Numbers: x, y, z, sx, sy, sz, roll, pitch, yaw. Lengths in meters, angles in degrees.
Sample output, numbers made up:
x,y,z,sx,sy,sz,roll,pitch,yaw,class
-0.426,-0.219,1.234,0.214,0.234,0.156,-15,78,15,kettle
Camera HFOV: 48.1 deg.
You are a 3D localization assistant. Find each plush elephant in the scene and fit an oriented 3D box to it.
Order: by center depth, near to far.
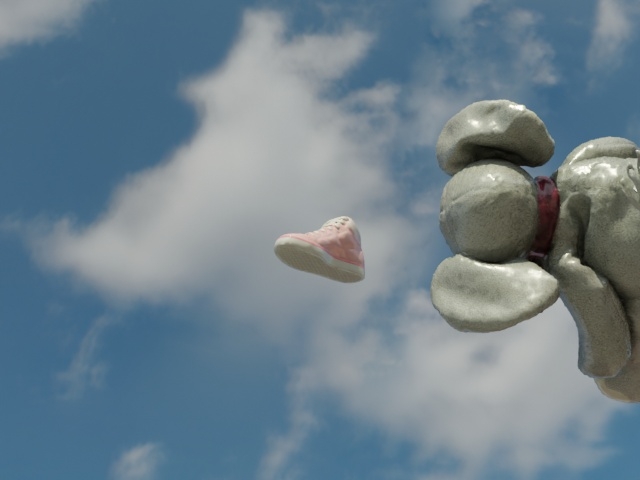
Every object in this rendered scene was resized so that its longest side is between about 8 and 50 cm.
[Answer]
x,y,z,sx,sy,sz,roll,pitch,yaw,class
0.241,-0.004,0.764,0.256,0.271,0.330,7,-22,22,plush elephant

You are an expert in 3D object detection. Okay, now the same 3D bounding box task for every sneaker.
x,y,z,sx,sy,sz,roll,pitch,yaw,class
0.000,0.000,0.819,0.051,0.070,0.134,-18,-29,40,sneaker
